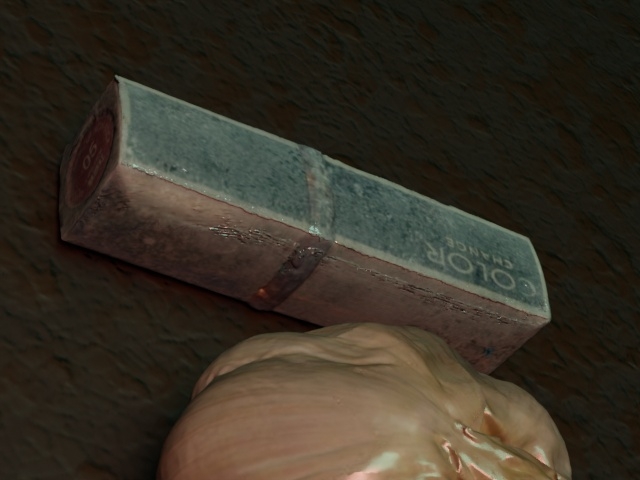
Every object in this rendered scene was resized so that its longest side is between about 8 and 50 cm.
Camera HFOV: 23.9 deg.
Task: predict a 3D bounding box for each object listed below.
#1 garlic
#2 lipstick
[{"bbox_3d":[0.035,0.130,0.689,0.228,0.152,0.228,18,44,-18],"label":"garlic"},{"bbox_3d":[0.000,0.000,0.847,0.290,0.076,0.077,19,41,-27],"label":"lipstick"}]
